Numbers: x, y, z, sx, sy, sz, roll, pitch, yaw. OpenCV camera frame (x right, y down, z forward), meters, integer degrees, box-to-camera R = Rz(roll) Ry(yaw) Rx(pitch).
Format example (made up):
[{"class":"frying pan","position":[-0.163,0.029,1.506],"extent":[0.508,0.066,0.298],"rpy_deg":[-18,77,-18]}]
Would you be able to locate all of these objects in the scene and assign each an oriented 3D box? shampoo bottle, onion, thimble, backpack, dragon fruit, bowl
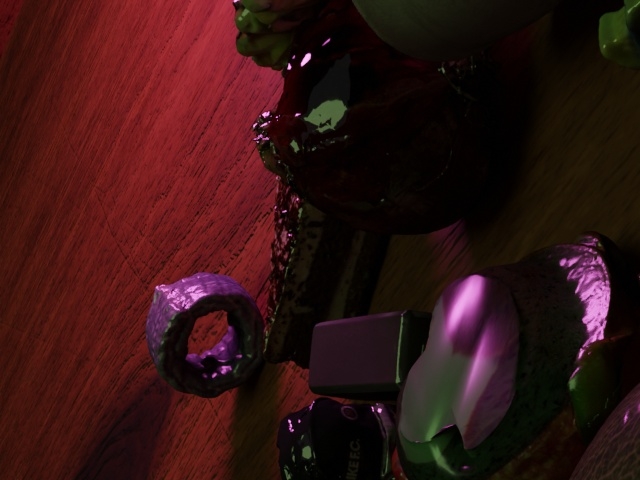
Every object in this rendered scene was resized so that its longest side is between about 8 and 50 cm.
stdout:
[{"class":"shampoo bottle","position":[0.073,0.116,1.516],"extent":[0.246,0.080,0.079],"rpy_deg":[165,112,-64]},{"class":"onion","position":[0.067,-0.143,1.475],"extent":[0.281,0.221,0.281],"rpy_deg":[-14,70,44]},{"class":"thimble","position":[-0.146,0.117,1.919],"extent":[0.098,0.150,0.150],"rpy_deg":[-133,58,-62]},{"class":"backpack","position":[0.043,0.206,1.445],"extent":[0.106,0.165,0.120],"rpy_deg":[-42,46,39]},{"class":"dragon fruit","position":[0.157,0.120,1.206],"extent":[0.268,0.130,0.295],"rpy_deg":[-20,44,49]},{"class":"bowl","position":[0.164,-0.296,1.278],"extent":[0.146,0.313,0.313],"rpy_deg":[18,97,47]}]

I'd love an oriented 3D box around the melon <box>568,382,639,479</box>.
[{"class":"melon","position":[0.261,0.179,0.888],"extent":[0.237,0.237,0.301],"rpy_deg":[-102,32,-42]}]

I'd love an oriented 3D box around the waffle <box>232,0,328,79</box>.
[{"class":"waffle","position":[0.032,-0.288,1.567],"extent":[0.297,0.073,0.317],"rpy_deg":[-41,-9,-5]}]

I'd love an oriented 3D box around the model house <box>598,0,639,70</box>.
[{"class":"model house","position":[0.259,-0.233,1.135],"extent":[0.189,0.195,0.214],"rpy_deg":[127,148,-59]}]

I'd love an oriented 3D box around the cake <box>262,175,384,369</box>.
[{"class":"cake","position":[-0.004,0.008,1.698],"extent":[0.135,0.112,0.246],"rpy_deg":[-131,53,-64]}]
